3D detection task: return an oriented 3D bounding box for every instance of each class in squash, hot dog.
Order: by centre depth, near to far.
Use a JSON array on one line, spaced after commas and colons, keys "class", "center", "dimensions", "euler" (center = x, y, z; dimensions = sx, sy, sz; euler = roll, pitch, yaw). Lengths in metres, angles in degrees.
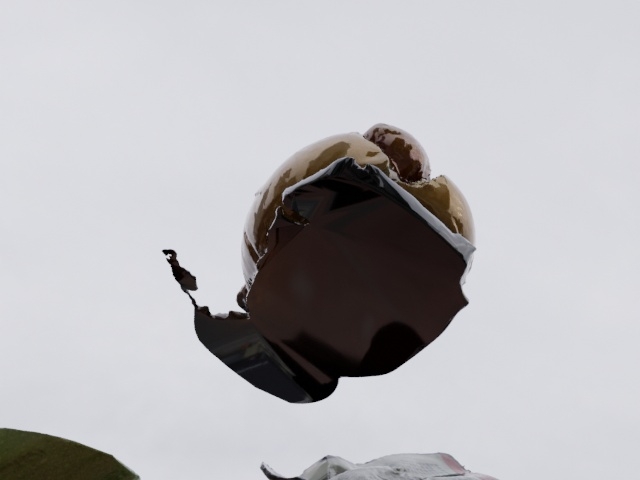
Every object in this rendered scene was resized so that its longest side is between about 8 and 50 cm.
[{"class": "hot dog", "center": [0.006, 0.002, 0.999], "dimensions": [0.194, 0.107, 0.326], "euler": [34, -33, -19]}, {"class": "squash", "center": [-0.366, 0.283, 1.753], "dimensions": [0.260, 0.189, 0.189], "euler": [-30, -55, 10]}]

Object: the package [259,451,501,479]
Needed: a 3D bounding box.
[{"class": "package", "center": [0.069, 0.223, 1.183], "dimensions": [0.232, 0.040, 0.166], "euler": [4, 12, -36]}]
